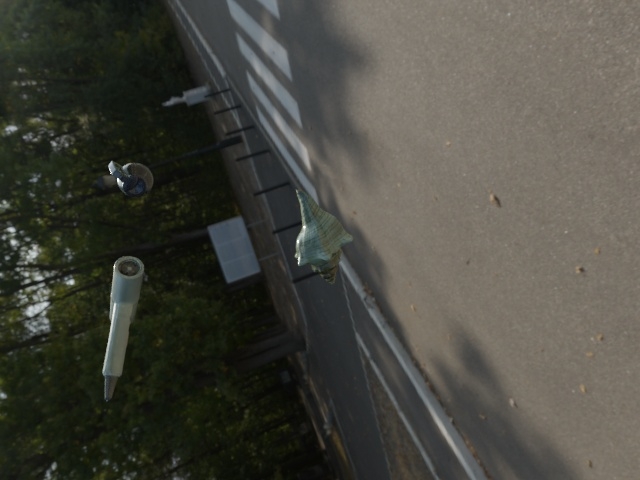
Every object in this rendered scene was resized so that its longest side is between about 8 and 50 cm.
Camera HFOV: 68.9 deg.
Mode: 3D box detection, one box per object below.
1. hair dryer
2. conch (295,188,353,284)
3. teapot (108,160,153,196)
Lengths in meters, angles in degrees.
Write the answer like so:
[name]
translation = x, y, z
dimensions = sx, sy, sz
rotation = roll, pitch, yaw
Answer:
[hair dryer]
translation = -0.294, 0.139, 0.682
dimensions = 0.155, 0.044, 0.183
rotation = 119, 150, -46
[conch]
translation = 0.002, 0.013, 1.064
dimensions = 0.234, 0.137, 0.114
rotation = 84, -155, -49
[teapot]
translation = -0.363, -0.117, 0.891
dimensions = 0.088, 0.066, 0.057
rotation = 38, -174, -31
